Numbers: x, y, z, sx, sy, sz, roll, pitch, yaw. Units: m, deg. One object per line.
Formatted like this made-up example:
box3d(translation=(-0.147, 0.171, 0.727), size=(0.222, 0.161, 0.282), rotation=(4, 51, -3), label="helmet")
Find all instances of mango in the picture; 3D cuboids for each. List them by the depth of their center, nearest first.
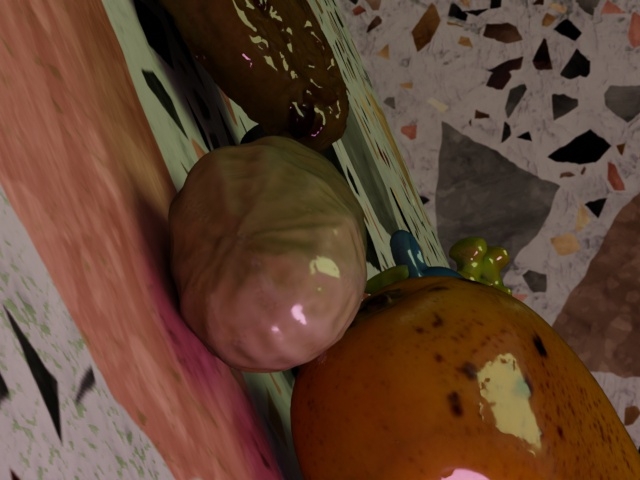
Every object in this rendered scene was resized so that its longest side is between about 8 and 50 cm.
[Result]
box3d(translation=(0.102, 0.128, 1.148), size=(0.290, 0.160, 0.191), rotation=(35, 32, -33), label="mango")

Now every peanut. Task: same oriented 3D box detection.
box3d(translation=(-0.034, -0.002, 1.105), size=(0.125, 0.111, 0.274), rotation=(52, 5, -8), label="peanut")

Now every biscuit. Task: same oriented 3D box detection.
box3d(translation=(-0.066, -0.200, 1.457), size=(0.296, 0.075, 0.296), rotation=(50, 13, -16), label="biscuit")

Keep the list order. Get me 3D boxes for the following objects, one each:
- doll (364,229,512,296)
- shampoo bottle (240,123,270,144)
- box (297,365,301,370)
box3d(translation=(0.104, 0.146, 1.410), size=(0.346, 0.098, 0.341), rotation=(-54, 132, -69), label="doll")
box3d(translation=(-0.001, 0.000, 1.506), size=(0.208, 0.063, 0.057), rotation=(67, 8, 18), label="shampoo bottle")
box3d(translation=(0.027, 0.126, 1.375), size=(0.153, 0.041, 0.279), rotation=(28, 38, -79), label="box")
